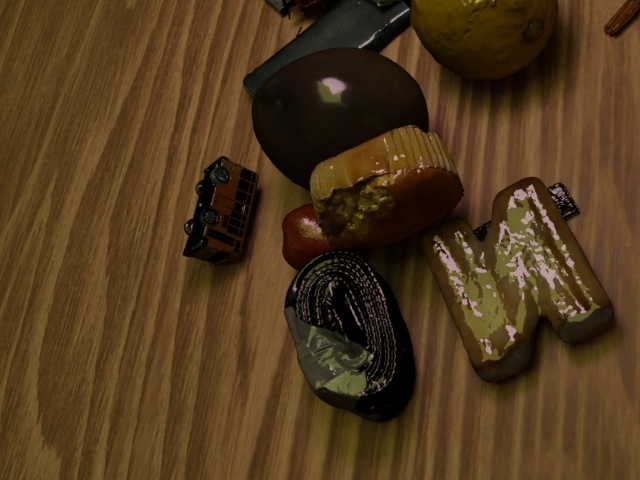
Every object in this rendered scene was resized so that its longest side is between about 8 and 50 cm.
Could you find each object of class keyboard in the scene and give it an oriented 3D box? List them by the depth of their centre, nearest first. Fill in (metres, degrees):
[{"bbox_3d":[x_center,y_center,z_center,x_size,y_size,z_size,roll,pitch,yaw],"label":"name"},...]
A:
[{"bbox_3d":[0.319,-0.022,1.472,0.231,0.023,0.072,-30,50,13],"label":"keyboard"}]

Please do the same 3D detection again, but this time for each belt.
[{"bbox_3d":[0.047,0.154,1.442,0.184,0.164,0.289,-26,55,9],"label":"belt"}]

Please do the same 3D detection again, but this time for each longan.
[{"bbox_3d":[0.032,-0.215,1.594,0.350,0.288,0.288,0,63,40],"label":"longan"}]

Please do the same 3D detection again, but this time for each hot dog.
[{"bbox_3d":[0.544,-0.402,1.558,0.083,0.021,0.037,-46,29,4],"label":"hot dog"}]

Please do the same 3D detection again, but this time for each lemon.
[{"bbox_3d":[0.291,-0.425,1.577,0.260,0.260,0.284,-35,65,9],"label":"lemon"}]

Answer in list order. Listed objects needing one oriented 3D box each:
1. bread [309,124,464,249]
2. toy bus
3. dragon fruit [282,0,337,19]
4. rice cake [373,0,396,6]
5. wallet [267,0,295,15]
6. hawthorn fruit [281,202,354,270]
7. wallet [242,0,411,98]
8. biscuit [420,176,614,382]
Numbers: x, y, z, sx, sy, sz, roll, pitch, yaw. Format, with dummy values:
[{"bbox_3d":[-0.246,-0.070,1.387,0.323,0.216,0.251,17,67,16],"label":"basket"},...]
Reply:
[{"bbox_3d":[0.109,-0.081,1.449,0.250,0.179,0.133,-16,54,4],"label":"bread"},{"bbox_3d":[-0.198,-0.052,1.738,0.098,0.114,0.201,-27,47,53],"label":"toy bus"},{"bbox_3d":[-0.022,-0.567,1.931,0.142,0.121,0.130,0,40,14],"label":"dragon fruit"},{"bbox_3d":[0.147,-0.577,1.848,0.189,0.037,0.198,-21,49,-9],"label":"rice cake"},{"bbox_3d":[-0.050,-0.643,2.044,0.222,0.036,0.167,-44,51,3],"label":"wallet"},{"bbox_3d":[0.000,0.000,1.585,0.138,0.133,0.133,16,72,36],"label":"hawthorn fruit"},{"bbox_3d":[0.015,-0.408,1.860,0.379,0.046,0.191,-41,52,4],"label":"wallet"},{"bbox_3d":[0.307,0.060,1.388,0.236,0.062,0.291,-31,60,14],"label":"biscuit"}]
